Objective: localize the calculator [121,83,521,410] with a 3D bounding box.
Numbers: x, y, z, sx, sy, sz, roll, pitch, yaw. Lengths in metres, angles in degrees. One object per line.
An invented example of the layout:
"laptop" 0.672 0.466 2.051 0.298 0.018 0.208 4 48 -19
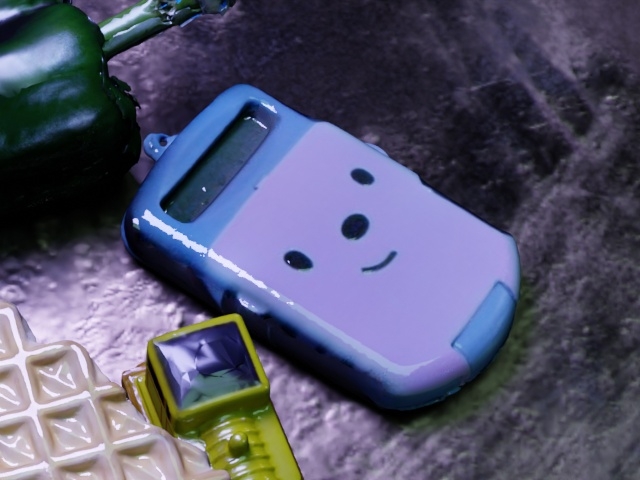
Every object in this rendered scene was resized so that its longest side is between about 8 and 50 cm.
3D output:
"calculator" 0.000 0.000 1.253 0.293 0.051 0.173 31 60 12

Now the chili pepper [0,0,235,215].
"chili pepper" -0.184 -0.112 1.234 0.261 0.165 0.174 -18 44 -15

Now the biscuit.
"biscuit" -0.178 0.152 1.020 0.309 0.040 0.204 39 68 14

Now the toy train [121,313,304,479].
"toy train" -0.057 0.137 1.111 0.089 0.127 0.219 -16 62 -14
